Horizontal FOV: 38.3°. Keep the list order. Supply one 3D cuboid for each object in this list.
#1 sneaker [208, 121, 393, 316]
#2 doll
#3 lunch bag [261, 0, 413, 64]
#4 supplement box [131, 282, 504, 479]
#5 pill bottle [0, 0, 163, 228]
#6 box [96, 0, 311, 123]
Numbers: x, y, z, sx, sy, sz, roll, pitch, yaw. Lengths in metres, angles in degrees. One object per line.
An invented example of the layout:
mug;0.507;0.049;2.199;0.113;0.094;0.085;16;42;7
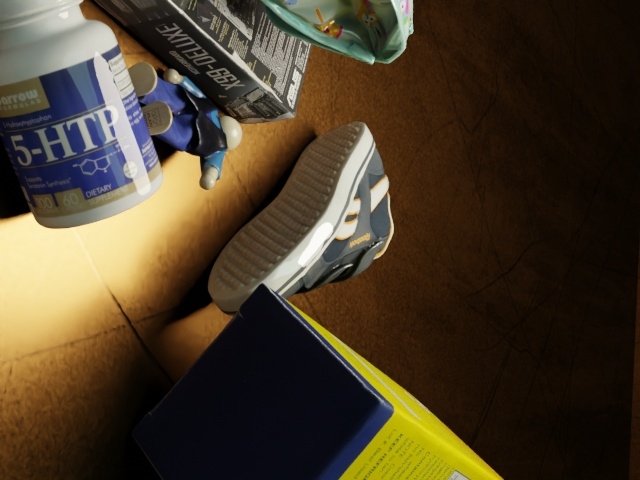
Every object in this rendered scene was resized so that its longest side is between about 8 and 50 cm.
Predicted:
sneaker;0.000;0.000;1.017;0.321;0.126;0.128;-54;126;-43
doll;-0.125;-0.110;0.876;0.129;0.046;0.189;69;15;8
lunch bag;0.007;-0.317;0.852;0.262;0.160;0.224;36;52;-43
supplement box;0.022;0.231;0.927;0.194;0.195;0.356;-48;138;-1
pill bottle;-0.204;-0.114;0.726;0.112;0.112;0.187;-43;124;-48
box;-0.086;-0.310;0.937;0.242;0.076;0.308;36;60;-50
